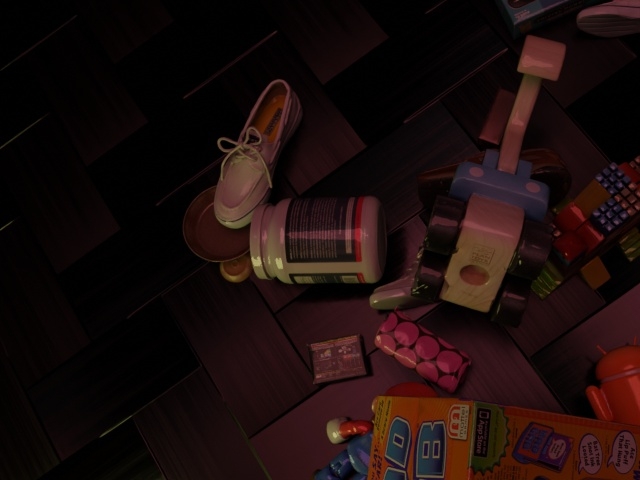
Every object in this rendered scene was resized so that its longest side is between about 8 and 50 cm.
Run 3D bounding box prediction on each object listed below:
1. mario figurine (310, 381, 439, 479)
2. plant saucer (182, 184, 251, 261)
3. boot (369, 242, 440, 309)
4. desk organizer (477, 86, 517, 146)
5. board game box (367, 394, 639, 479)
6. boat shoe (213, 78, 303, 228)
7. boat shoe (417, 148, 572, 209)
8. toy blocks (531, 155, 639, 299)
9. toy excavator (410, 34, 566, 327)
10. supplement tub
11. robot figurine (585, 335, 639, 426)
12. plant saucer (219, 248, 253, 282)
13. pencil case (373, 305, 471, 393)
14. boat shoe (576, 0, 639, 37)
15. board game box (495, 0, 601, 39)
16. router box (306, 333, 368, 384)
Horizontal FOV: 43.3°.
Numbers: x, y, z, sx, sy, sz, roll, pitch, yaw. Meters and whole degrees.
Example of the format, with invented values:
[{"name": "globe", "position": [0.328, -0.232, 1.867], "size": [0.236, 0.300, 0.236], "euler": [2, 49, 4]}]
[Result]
[{"name": "mario figurine", "position": [0.132, 0.427, 1.677], "size": [0.198, 0.170, 0.320], "euler": [39, 98, -17]}, {"name": "plant saucer", "position": [-0.222, -0.037, 1.890], "size": [0.199, 0.036, 0.198], "euler": [-4, 67, 9]}, {"name": "boot", "position": [0.224, 0.067, 1.752], "size": [0.258, 0.095, 0.123], "euler": [-12, 67, 1]}, {"name": "desk organizer", "position": [0.401, -0.271, 1.815], "size": [0.050, 0.047, 0.130], "euler": [23, 82, 15]}, {"name": "board game box", "position": [0.309, 0.475, 1.410], "size": [0.356, 0.356, 0.356], "euler": [13, 76, -19]}, {"name": "boat shoe", "position": [-0.151, -0.211, 1.842], "size": [0.136, 0.156, 0.367], "euler": [22, 74, 19]}, {"name": "boat shoe", "position": [0.374, -0.136, 1.760], "size": [0.324, 0.122, 0.120], "euler": [-3, 45, 10]}, {"name": "toy blocks", "position": [0.568, -0.055, 1.608], "size": [0.381, 0.261, 0.190], "euler": [-38, 71, 1]}, {"name": "toy excavator", "position": [0.352, -0.125, 1.586], "size": [0.222, 0.433, 0.445], "euler": [16, 47, 7]}, {"name": "supplement tub", "position": [0.000, 0.000, 1.757], "size": [0.272, 0.191, 0.191], "euler": [-1, 76, 12]}, {"name": "robot figurine", "position": [0.619, 0.300, 1.576], "size": [0.158, 0.128, 0.219], "euler": [-27, 70, 34]}, {"name": "plant saucer", "position": [-0.197, 0.056, 1.880], "size": [0.083, 0.015, 0.083], "euler": [-3, 76, 12]}, {"name": "pencil case", "position": [0.217, 0.231, 1.705], "size": [0.209, 0.095, 0.098], "euler": [33, 70, 16]}, {"name": "boat shoe", "position": [0.685, -0.507, 1.804], "size": [0.226, 0.083, 0.075], "euler": [3, 64, 2]}, {"name": "board game box", "position": [0.500, -0.672, 1.879], "size": [0.254, 0.079, 0.336], "euler": [-23, 72, 6]}, {"name": "router box", "position": [0.038, 0.260, 1.762], "size": [0.123, 0.038, 0.092], "euler": [-12, 74, 9]}]
